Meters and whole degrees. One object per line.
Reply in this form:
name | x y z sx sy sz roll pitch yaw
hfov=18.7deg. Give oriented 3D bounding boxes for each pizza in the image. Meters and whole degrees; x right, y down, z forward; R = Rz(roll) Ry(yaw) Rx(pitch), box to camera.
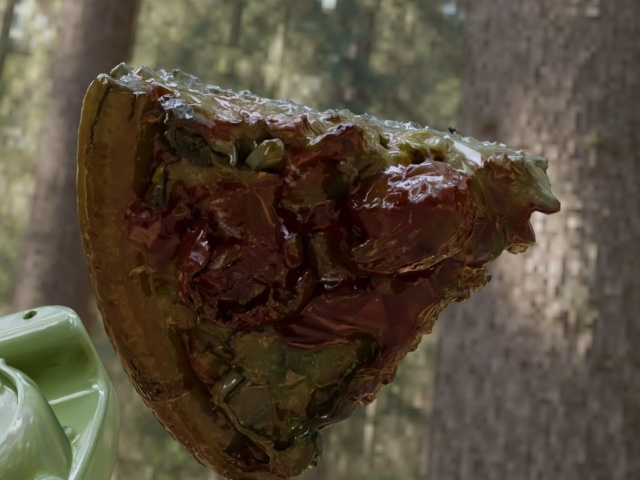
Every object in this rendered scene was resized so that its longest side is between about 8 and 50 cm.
pizza | 0.000 0.000 0.776 0.193 0.053 0.201 -26 -71 5

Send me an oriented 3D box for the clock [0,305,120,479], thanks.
clock | -0.249 0.166 1.190 0.235 0.308 0.096 -17 -64 7
